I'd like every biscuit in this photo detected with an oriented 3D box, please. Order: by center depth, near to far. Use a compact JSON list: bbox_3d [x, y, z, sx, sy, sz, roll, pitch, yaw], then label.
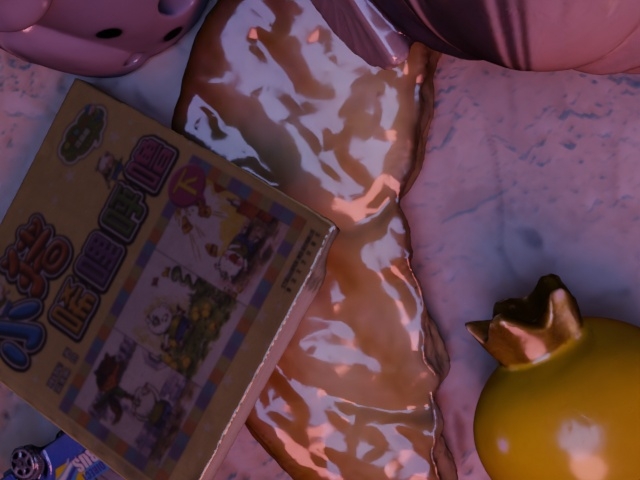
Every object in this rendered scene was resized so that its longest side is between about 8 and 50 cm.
[{"bbox_3d":[-0.004,0.002,0.718,0.154,0.045,0.299,0,97,9],"label":"biscuit"}]

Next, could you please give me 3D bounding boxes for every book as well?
[{"bbox_3d":[-0.099,0.025,0.691,0.192,0.013,0.168,30,94,29],"label":"book"}]

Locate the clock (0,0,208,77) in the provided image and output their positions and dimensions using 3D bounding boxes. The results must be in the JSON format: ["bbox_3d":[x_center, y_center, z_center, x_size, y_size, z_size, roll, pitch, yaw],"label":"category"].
[{"bbox_3d":[-0.149,-0.172,0.618,0.189,0.254,0.189,1,96,13],"label":"clock"}]

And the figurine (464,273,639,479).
[{"bbox_3d":[0.182,0.120,0.672,0.185,0.127,0.234,-18,83,5],"label":"figurine"}]

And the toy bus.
[{"bbox_3d":[-0.117,0.116,0.728,0.153,0.051,0.061,-37,83,24],"label":"toy bus"}]

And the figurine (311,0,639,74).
[{"bbox_3d":[0.118,-0.242,0.537,0.253,0.211,0.361,20,119,33],"label":"figurine"}]
